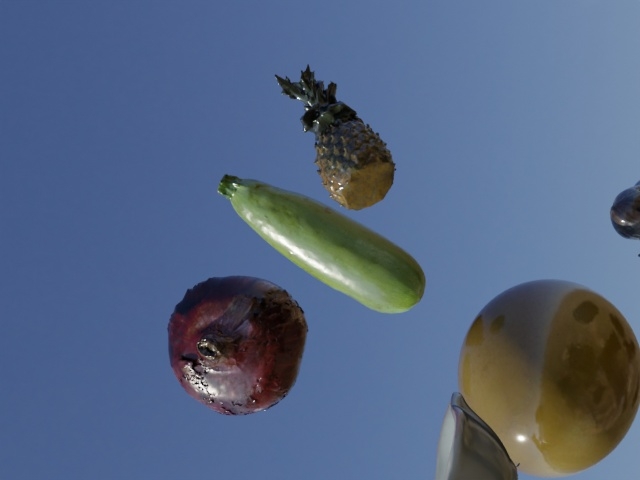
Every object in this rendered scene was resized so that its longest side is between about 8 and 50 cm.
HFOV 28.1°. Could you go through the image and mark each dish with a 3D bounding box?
[{"bbox_3d":[0.146,0.260,1.214,0.229,0.081,0.229,10,-90,-86],"label":"dish"}]

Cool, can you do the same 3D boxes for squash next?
[{"bbox_3d":[0.000,0.002,2.049,0.118,0.370,0.118,-61,-4,-7],"label":"squash"}]

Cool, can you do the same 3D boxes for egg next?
[{"bbox_3d":[0.309,0.188,1.728,0.322,0.250,0.250,-62,-31,-62],"label":"egg"}]

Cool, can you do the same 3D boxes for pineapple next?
[{"bbox_3d":[0.020,-0.160,1.910,0.251,0.125,0.125,58,-179,34],"label":"pineapple"}]

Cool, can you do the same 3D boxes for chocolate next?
[{"bbox_3d":[0.440,-0.046,1.731,0.167,0.072,0.072,-27,-62,-56],"label":"chocolate"}]

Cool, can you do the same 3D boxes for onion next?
[{"bbox_3d":[-0.145,0.173,2.162,0.219,0.252,0.252,18,-103,-71],"label":"onion"}]

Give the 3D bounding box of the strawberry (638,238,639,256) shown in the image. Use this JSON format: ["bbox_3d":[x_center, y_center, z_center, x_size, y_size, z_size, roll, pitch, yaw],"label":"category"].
[{"bbox_3d":[0.385,-0.010,1.293,0.148,0.131,0.131,-64,-28,-74],"label":"strawberry"}]
